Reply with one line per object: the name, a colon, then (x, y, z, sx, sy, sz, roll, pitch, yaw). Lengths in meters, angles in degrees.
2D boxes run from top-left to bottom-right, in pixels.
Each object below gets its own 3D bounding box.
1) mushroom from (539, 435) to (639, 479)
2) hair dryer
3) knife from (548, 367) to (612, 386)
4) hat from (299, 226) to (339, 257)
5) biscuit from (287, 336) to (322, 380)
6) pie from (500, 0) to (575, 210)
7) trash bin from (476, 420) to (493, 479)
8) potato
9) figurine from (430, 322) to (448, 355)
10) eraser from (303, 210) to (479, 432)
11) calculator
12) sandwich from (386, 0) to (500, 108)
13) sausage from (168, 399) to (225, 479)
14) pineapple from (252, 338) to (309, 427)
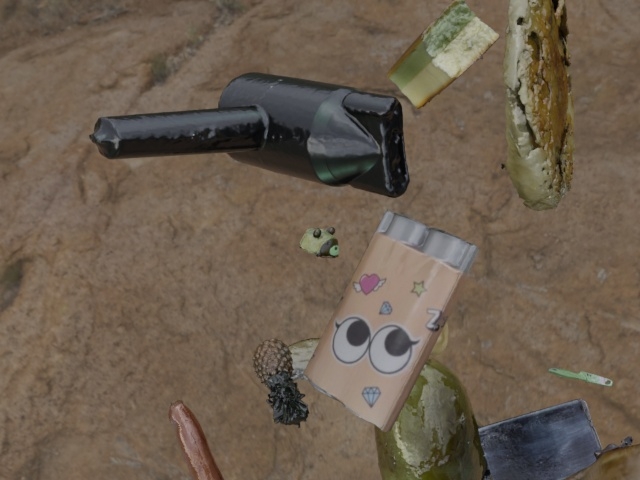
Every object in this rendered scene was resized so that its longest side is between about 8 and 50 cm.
mushroom: (0.169, 0.262, 0.393, 0.156, 0.285, 0.151, 12, 30, 9)
hair dryer: (-0.072, -0.106, 0.712, 0.302, 0.116, 0.244, -15, 24, -41)
knife: (0.644, 0.335, 1.693, 0.207, 0.014, 0.030, 15, 47, -20)
hat: (0.000, 0.000, 1.449, 0.077, 0.059, 0.076, 2, 15, -38)
biscuit: (-0.016, 0.311, 1.856, 0.290, 0.038, 0.141, -10, 32, -16)
pie: (0.249, -0.165, 0.775, 0.055, 0.274, 0.274, 0, 54, 27)
trash bin: (0.329, 0.564, 1.771, 0.214, 0.334, 0.214, -7, 78, 37)
potato: (0.186, 0.349, 1.206, 0.210, 0.307, 0.173, -25, 21, -39)
figurine: (0.212, 0.220, 1.623, 0.196, 0.114, 0.108, -12, 53, 52)
eraser: (0.106, 0.114, 1.017, 0.171, 0.087, 0.290, 26, 87, 38)
calculator: (0.493, 0.468, 1.547, 0.262, 0.021, 0.161, -23, 70, 23)
sandwich: (0.250, -0.367, 1.255, 0.108, 0.186, 0.220, 46, 67, -4)
sausage: (-0.169, 0.309, 0.963, 0.040, 0.047, 0.176, -22, 99, -4)
pineapple: (-0.065, 0.237, 1.127, 0.074, 0.074, 0.159, -20, 45, -7)
